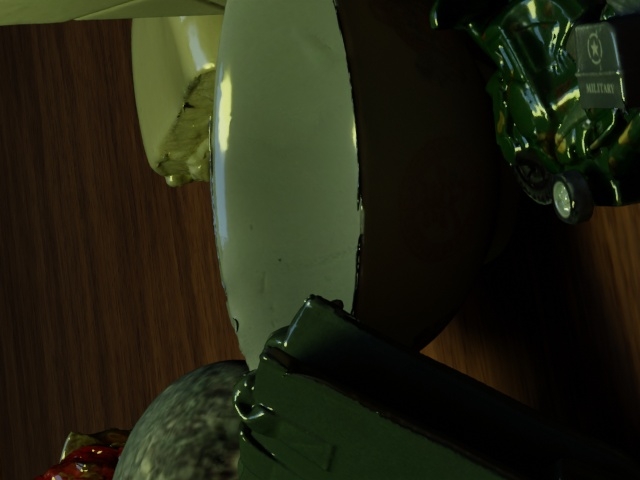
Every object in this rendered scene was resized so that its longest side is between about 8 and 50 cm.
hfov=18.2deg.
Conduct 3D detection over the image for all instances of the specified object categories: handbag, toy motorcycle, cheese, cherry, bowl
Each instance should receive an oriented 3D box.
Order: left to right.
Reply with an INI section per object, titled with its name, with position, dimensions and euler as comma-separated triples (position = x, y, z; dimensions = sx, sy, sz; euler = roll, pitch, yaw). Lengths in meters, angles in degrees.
[cheese]
position = -0.092, -0.161, 1.825
dimensions = 0.266, 0.127, 0.233
euler = 127, 133, -67
[cherry]
position = -0.076, 0.245, 1.705
dimensions = 0.255, 0.218, 0.296
euler = 147, 132, -73
[bowl]
position = 0.041, -0.051, 1.379
dimensions = 0.345, 0.157, 0.346
euler = 176, 90, -71
[handbag]
position = 0.056, 0.178, 1.251
dimensions = 0.079, 0.260, 0.247
euler = -53, -13, -42
[toy motorcycle]
position = 0.153, -0.107, 1.101
dimensions = 0.274, 0.124, 0.187
euler = -170, 68, -69

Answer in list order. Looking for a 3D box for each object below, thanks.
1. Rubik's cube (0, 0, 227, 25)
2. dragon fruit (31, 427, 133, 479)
[Rubik's cube]
position = -0.117, -0.365, 1.548
dimensions = 0.322, 0.318, 0.316
euler = 139, 125, -69
[dragon fruit]
position = -0.233, 0.371, 2.118
dimensions = 0.277, 0.277, 0.343
euler = -156, 65, -70
